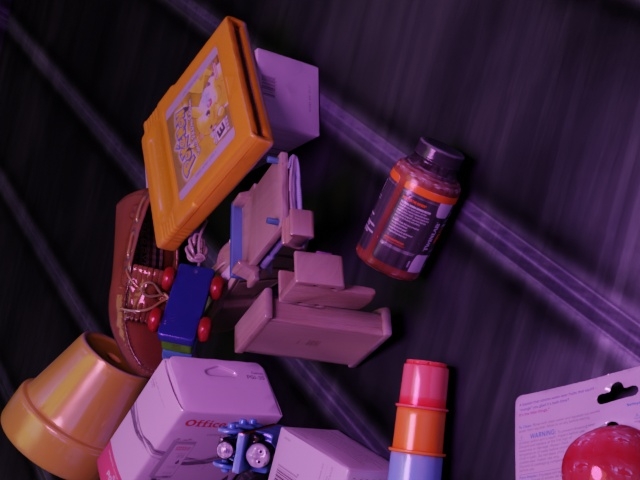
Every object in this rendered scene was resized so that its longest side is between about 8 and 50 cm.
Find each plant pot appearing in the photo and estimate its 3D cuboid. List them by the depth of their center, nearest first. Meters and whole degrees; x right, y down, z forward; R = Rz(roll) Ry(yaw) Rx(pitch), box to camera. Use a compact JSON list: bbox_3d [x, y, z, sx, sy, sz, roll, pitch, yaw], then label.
[{"bbox_3d":[-0.483,0.326,2.150,0.239,0.254,0.254,-55,40,8],"label":"plant pot"}]

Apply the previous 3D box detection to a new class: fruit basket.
[{"bbox_3d":[0.341,0.312,1.140,0.327,0.165,0.353,-27,45,47],"label":"fruit basket"}]

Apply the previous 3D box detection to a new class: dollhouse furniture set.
[{"bbox_3d":[0.000,0.000,1.585,0.286,0.198,0.303,131,143,-53],"label":"dollhouse furniture set"}]

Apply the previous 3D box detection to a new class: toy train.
[{"bbox_3d":[-0.099,0.328,1.666,0.105,0.184,0.080,7,86,16],"label":"toy train"},{"bbox_3d":[-0.222,0.101,1.831,0.143,0.105,0.248,99,-178,-51],"label":"toy train"}]

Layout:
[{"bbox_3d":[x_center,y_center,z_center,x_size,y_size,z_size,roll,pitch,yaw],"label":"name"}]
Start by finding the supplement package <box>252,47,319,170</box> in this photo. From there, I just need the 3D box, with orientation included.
[{"bbox_3d":[-0.127,-0.224,1.888,0.244,0.134,0.139,-23,63,49],"label":"supplement package"}]

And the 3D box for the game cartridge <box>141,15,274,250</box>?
[{"bbox_3d":[-0.210,-0.183,1.825,0.324,0.053,0.285,-43,47,36],"label":"game cartridge"}]

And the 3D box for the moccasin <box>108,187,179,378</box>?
[{"bbox_3d":[-0.323,0.078,2.045,0.147,0.139,0.379,-22,60,46],"label":"moccasin"}]

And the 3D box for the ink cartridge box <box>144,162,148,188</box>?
[{"bbox_3d":[-0.285,-0.150,2.157,0.224,0.045,0.223,-29,59,45],"label":"ink cartridge box"}]

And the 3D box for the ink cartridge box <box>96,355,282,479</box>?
[{"bbox_3d":[-0.229,0.340,1.816,0.283,0.207,0.117,-54,44,30],"label":"ink cartridge box"}]

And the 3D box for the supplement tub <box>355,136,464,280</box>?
[{"bbox_3d":[0.135,-0.047,1.514,0.106,0.106,0.197,47,118,48],"label":"supplement tub"}]

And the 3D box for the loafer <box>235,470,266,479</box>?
[{"bbox_3d":[-0.161,0.467,1.801,0.078,0.076,0.223,50,124,38],"label":"loafer"}]

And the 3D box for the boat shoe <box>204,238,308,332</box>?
[{"bbox_3d":[-0.132,0.043,1.844,0.302,0.113,0.103,-46,53,38],"label":"boat shoe"}]

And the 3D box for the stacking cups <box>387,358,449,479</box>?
[{"bbox_3d":[0.123,0.322,1.439,0.096,0.096,0.316,-6,77,53],"label":"stacking cups"}]

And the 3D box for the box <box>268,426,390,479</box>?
[{"bbox_3d":[0.013,0.391,1.551,0.182,0.119,0.180,19,96,53],"label":"box"}]
